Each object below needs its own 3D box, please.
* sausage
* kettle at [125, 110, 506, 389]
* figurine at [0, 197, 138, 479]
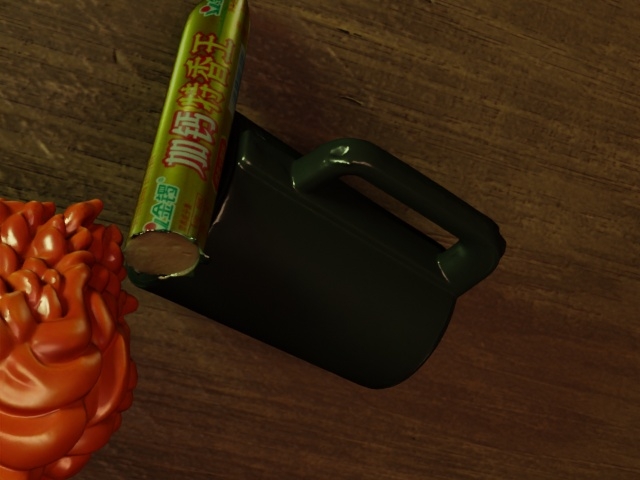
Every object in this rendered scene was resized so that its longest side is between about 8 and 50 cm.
[{"bbox_3d":[-0.117,-0.125,1.473,0.082,0.371,0.082,5,141,4],"label":"sausage"},{"bbox_3d":[-0.005,-0.005,1.580,0.308,0.203,0.262,28,106,-26],"label":"kettle"},{"bbox_3d":[-0.325,0.104,1.388,0.241,0.412,0.306,54,52,-18],"label":"figurine"}]
